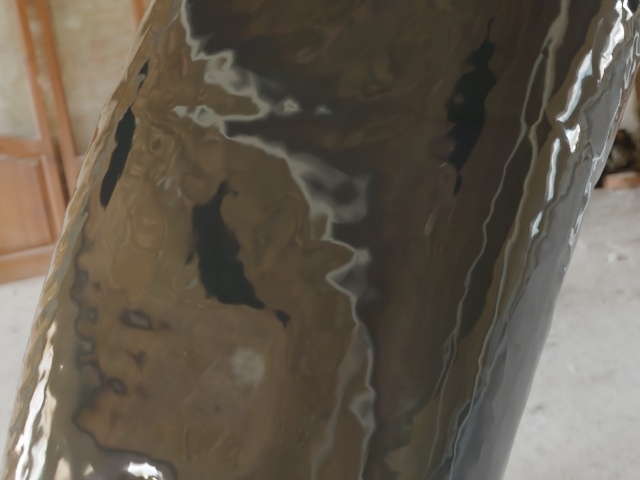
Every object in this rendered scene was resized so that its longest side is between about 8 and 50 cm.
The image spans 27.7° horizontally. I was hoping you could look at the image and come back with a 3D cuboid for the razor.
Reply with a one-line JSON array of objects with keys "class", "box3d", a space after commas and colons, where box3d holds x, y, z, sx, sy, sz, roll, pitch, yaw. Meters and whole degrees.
[{"class": "razor", "box3d": [-0.001, -0.001, 0.461, 0.204, 0.349, 0.113, 6, -19, 37]}]
